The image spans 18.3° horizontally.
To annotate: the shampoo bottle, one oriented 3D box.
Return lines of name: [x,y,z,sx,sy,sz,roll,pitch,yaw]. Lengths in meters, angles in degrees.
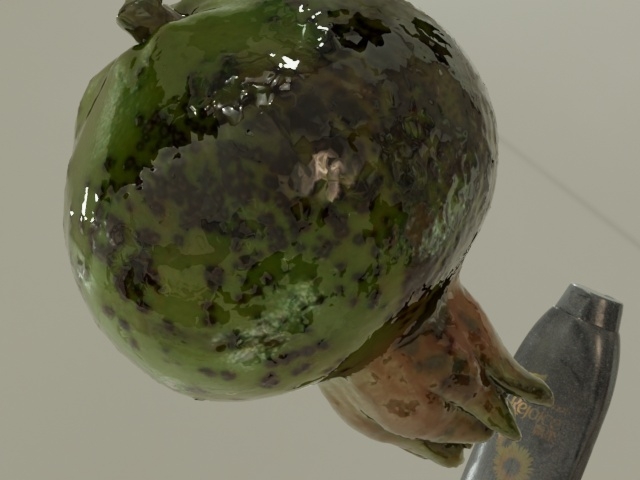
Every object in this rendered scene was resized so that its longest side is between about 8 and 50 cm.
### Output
shampoo bottle: [0.161,0.146,1.473,0.049,0.087,0.233,14,-80,-54]

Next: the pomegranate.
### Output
pomegranate: [-0.006,-0.004,0.996,0.222,0.204,0.276,-41,-43,-7]
